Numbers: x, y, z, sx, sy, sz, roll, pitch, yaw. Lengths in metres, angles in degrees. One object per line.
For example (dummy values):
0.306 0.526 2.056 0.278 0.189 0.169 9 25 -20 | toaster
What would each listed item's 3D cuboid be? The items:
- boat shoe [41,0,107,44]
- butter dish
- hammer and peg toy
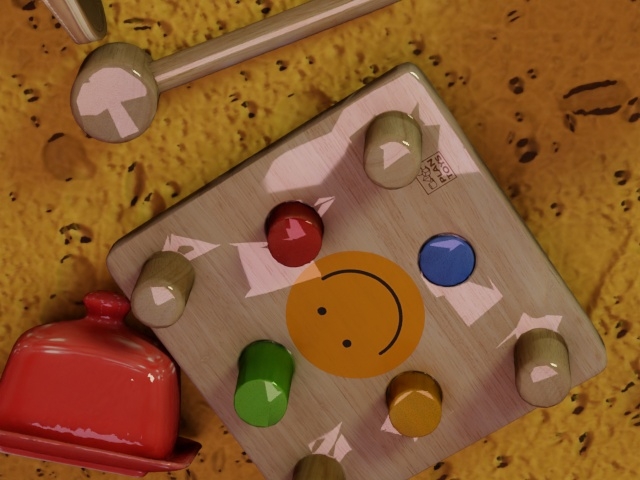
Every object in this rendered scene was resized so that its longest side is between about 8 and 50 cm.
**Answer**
-0.190 -0.185 1.167 0.045 0.050 0.135 -28 97 18 | boat shoe
-0.157 0.093 1.235 0.160 0.160 0.118 10 89 0 | butter dish
0.000 0.000 1.179 0.266 0.127 0.361 -30 106 15 | hammer and peg toy
